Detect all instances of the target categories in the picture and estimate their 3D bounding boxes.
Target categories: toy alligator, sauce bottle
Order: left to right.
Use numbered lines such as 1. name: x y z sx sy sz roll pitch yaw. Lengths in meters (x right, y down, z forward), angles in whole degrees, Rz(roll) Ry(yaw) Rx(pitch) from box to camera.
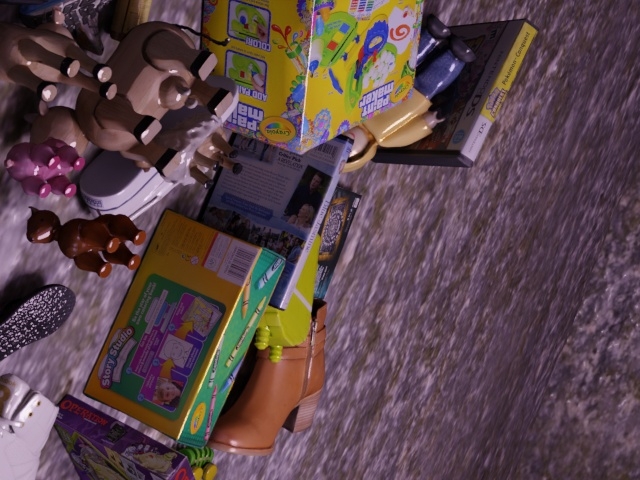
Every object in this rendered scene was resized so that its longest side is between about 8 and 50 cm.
1. sauce bottle: -0.216 -0.296 1.619 0.042 0.042 0.128 -3 113 -60
2. toy alligator: -0.206 0.333 2.049 0.189 0.056 0.051 5 104 -61

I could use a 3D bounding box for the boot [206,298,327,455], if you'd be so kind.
1. boot: -0.077 0.210 2.145 0.283 0.109 0.220 -10 114 -52

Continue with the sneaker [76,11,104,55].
1. sneaker: -0.265 -0.247 1.577 0.037 0.032 0.083 -58 151 -20

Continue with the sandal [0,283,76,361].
1. sandal: -0.373 0.103 1.631 0.179 0.040 0.067 -35 134 -25

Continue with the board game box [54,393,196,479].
1. board game box: -0.234 0.364 1.863 0.056 0.208 0.347 -54 149 -32

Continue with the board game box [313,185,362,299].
1. board game box: 0.000 0.000 2.218 0.126 0.026 0.186 17 94 -62

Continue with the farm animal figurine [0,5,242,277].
1. farm animal figurine: -0.248 -0.146 1.514 0.327 0.172 0.330 -41 146 -32

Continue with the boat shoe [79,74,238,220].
1. boat shoe: -0.201 -0.113 1.737 0.258 0.095 0.084 -41 147 -25

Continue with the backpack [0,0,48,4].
1. backpack: -0.325 -0.386 1.188 0.290 0.273 0.356 -8 104 -51

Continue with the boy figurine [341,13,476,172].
1. boy figurine: 0.102 -0.222 2.117 0.285 0.177 0.092 -44 176 7

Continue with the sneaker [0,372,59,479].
1. sneaker: -0.409 0.228 1.586 0.169 0.108 0.292 -70 162 -1

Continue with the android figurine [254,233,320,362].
1. android figurine: -0.056 0.042 2.032 0.248 0.056 0.273 51 43 -63

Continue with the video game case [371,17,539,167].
1. video game case: 0.202 -0.234 2.183 0.035 0.275 0.248 32 78 -28

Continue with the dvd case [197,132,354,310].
1. dvd case: -0.076 -0.049 1.886 0.022 0.180 0.253 25 87 -60

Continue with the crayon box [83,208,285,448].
1. crayon box: -0.182 0.116 1.831 0.081 0.165 0.278 31 82 -62

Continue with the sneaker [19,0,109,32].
1. sneaker: -0.269 -0.288 1.523 0.162 0.073 0.063 -37 169 -21

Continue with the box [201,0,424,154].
1. box: -0.003 -0.304 1.845 0.290 0.177 0.279 -31 134 -50
